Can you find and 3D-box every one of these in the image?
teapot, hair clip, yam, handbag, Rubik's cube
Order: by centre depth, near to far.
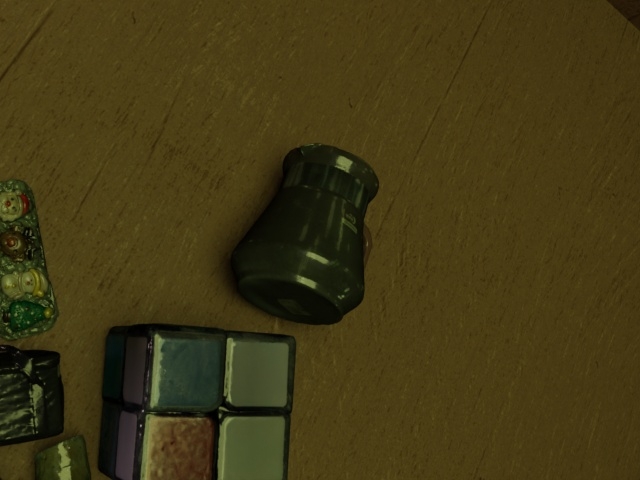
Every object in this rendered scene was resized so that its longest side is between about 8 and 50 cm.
[{"bbox_3d":[-0.616,0.289,1.605,0.255,0.181,0.181,-2,91,-29],"label":"handbag"},{"bbox_3d":[-0.507,0.487,1.677,0.107,0.107,0.194,-5,85,-29],"label":"yam"},{"bbox_3d":[-0.608,0.035,1.690,0.138,0.091,0.321,-12,90,-32],"label":"hair clip"},{"bbox_3d":[-0.257,0.334,1.713,0.316,0.318,0.313,7,81,-26],"label":"Rubik's cube"},{"bbox_3d":[0.000,0.000,1.936,0.376,0.306,0.361,47,53,-46],"label":"teapot"}]

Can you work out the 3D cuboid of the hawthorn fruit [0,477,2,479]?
[{"bbox_3d":[-0.669,0.481,1.563,0.197,0.196,0.225,2,52,-28],"label":"hawthorn fruit"}]
